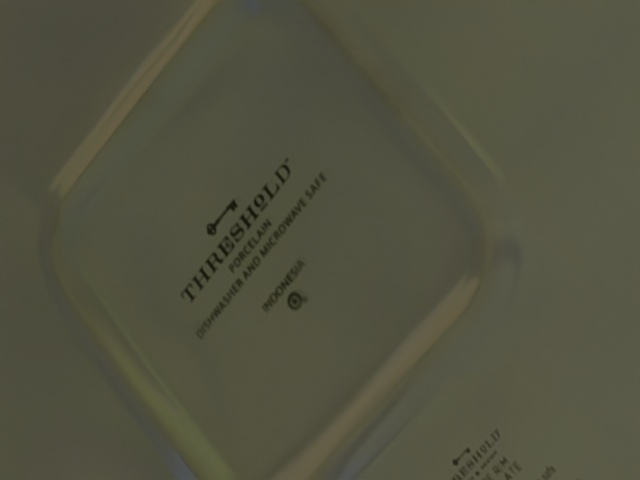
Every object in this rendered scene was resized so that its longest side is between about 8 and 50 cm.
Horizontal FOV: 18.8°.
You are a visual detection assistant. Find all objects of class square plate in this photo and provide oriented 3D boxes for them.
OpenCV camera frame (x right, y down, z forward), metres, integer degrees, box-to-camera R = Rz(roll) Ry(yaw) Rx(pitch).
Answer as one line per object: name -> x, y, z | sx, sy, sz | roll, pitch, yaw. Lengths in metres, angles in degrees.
square plate -> 0.000, 0.000, 0.451 | 0.347, 0.344, 0.049 | -49, 154, 23
